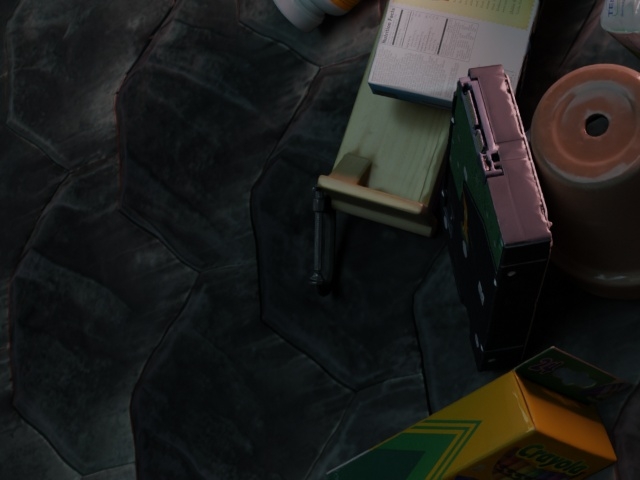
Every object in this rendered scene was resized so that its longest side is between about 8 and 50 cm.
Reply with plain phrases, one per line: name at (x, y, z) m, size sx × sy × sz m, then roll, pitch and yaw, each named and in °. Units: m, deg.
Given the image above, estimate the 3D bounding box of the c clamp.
c clamp at (0.000, 0.000, 2.117) m, size 0.022 × 0.137 × 0.160 m, roll 2°, pitch 99°, yaw 12°

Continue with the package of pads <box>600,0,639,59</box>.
package of pads at (0.446, -0.337, 1.843) m, size 0.101 × 0.229 × 0.296 m, roll 11°, pitch 81°, yaw 40°

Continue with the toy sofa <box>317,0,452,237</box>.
toy sofa at (0.133, -0.197, 2.110) m, size 0.150 × 0.177 × 0.362 m, roll 16°, pitch 83°, yaw 16°

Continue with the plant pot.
plant pot at (0.336, -0.088, 1.801) m, size 0.263 × 0.229 × 0.263 m, roll -8°, pitch 68°, yaw 22°

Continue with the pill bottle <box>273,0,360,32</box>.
pill bottle at (0.031, -0.397, 2.262) m, size 0.208 × 0.117 × 0.117 m, roll -39°, pitch 54°, yaw 21°

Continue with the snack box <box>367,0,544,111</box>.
snack box at (0.191, -0.323, 1.999) m, size 0.187 × 0.060 × 0.322 m, roll 14°, pitch 83°, yaw 12°

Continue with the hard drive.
hard drive at (0.202, -0.018, 1.867) m, size 0.064 × 0.339 × 0.237 m, roll -10°, pitch 61°, yaw -4°

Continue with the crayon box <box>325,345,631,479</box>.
crayon box at (0.195, 0.252, 1.832) m, size 0.323 × 0.203 × 0.083 m, roll -33°, pitch 56°, yaw 24°

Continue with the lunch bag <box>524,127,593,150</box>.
lunch bag at (0.297, -0.129, 1.997) m, size 0.071 × 0.053 × 0.083 m, roll -44°, pitch 47°, yaw 10°
